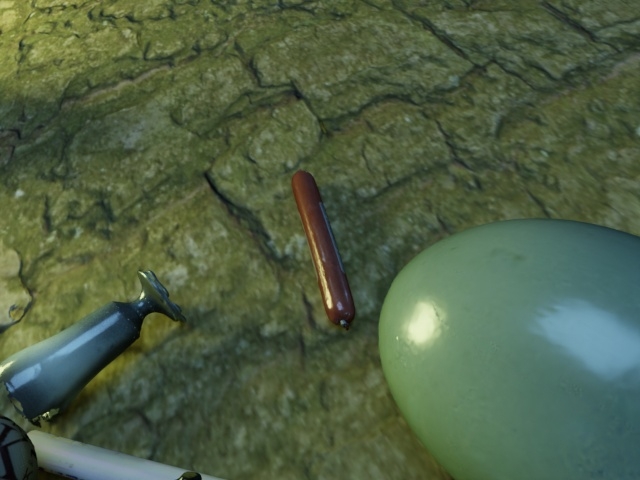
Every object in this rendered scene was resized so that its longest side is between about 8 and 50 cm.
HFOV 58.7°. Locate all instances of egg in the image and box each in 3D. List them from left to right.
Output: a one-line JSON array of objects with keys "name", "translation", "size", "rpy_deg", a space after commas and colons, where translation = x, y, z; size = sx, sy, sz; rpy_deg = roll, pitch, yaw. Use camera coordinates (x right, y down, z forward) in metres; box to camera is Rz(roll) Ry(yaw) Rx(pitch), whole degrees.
[{"name": "egg", "translation": [0.171, 0.092, 0.374], "size": [0.283, 0.202, 0.203], "rpy_deg": [21, 57, 30]}]

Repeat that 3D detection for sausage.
[{"name": "sausage", "translation": [0.000, 0.000, 0.592], "size": [0.030, 0.029, 0.223], "rpy_deg": [-15, 50, -2]}]

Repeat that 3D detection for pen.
[{"name": "pen", "translation": [-0.127, 0.192, 0.453], "size": [0.269, 0.033, 0.033], "rpy_deg": [8, 53, 15]}]

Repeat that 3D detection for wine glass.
[{"name": "wine glass", "translation": [-0.208, 0.094, 0.523], "size": [0.155, 0.072, 0.072], "rpy_deg": [-38, 55, -22]}]

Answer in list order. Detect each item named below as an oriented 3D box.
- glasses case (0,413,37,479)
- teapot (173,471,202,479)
[{"name": "glasses case", "translation": [-0.306, 0.276, 0.353], "size": [0.137, 0.085, 0.354], "rpy_deg": [17, 64, 0]}, {"name": "teapot", "translation": [-0.085, 0.225, 0.348], "size": [0.270, 0.173, 0.182], "rpy_deg": [-4, 28, -7]}]
